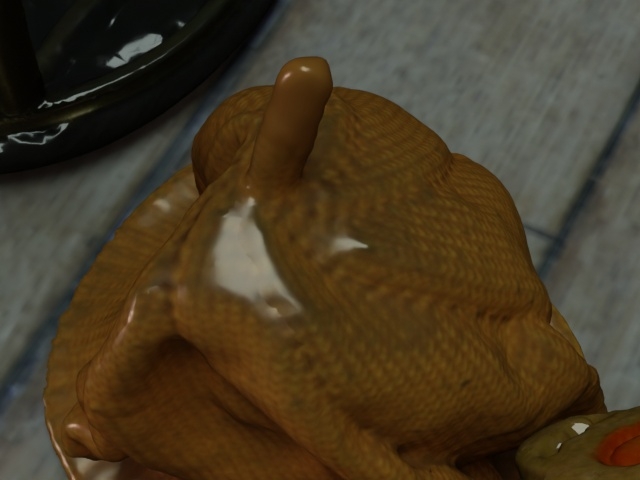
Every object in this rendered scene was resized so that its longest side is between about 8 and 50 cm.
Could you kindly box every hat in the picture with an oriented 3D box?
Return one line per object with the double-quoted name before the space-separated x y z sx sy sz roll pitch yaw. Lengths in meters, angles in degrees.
"hat" 0.000 0.000 0.550 0.233 0.233 0.244 8 60 6

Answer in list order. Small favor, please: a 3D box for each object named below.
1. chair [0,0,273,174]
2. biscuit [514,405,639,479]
"chair" -0.166 -0.253 0.608 0.361 0.410 0.365 24 63 16
"biscuit" 0.144 0.066 0.481 0.225 0.036 0.166 -26 20 -36
